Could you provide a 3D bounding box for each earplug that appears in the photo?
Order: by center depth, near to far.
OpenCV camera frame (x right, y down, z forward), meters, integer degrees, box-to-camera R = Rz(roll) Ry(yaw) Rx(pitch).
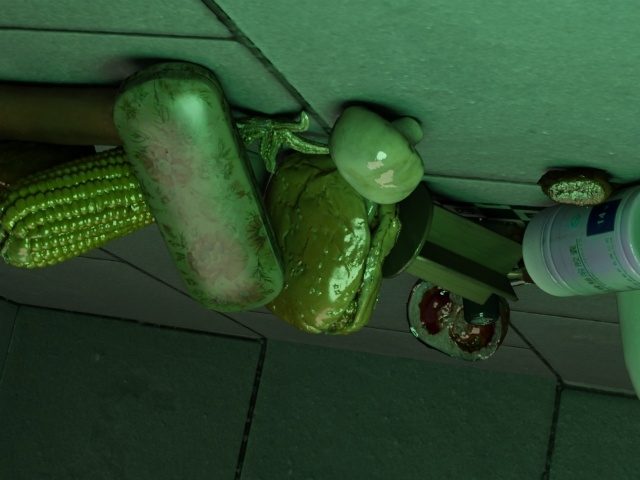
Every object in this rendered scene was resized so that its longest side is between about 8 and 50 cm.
[{"bbox_3d":[0.545,0.144,1.973,0.172,0.301,0.172,0,157,0],"label":"earplug"}]

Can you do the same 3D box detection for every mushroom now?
[{"bbox_3d":[0.083,-0.124,1.713,0.154,0.122,0.154,48,170,11],"label":"mushroom"}]

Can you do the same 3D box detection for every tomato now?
[{"bbox_3d":[0.300,0.141,2.585,0.214,0.181,0.155,29,-154,19],"label":"tomato"}]

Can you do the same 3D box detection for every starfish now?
[{"bbox_3d":[-0.057,-0.150,1.840,0.176,0.053,0.208,14,166,-9],"label":"starfish"}]

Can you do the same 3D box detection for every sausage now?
[{"bbox_3d":[-0.395,-0.190,1.877,0.419,0.094,0.094,5,-154,24],"label":"sausage"}]

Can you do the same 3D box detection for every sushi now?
[{"bbox_3d":[0.372,-0.080,1.790,0.118,0.061,0.060,15,-151,6],"label":"sushi"},{"bbox_3d":[0.396,0.022,2.184,0.343,0.064,0.359,5,166,26],"label":"sushi"}]

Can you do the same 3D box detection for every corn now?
[{"bbox_3d":[-0.313,-0.070,1.867,0.387,0.144,0.144,-22,178,-19],"label":"corn"}]

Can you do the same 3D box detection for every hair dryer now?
[{"bbox_3d":[0.375,0.085,2.406,0.219,0.124,0.071,-14,159,27],"label":"hair dryer"}]

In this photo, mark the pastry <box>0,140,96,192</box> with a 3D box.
[{"bbox_3d":[-0.470,-0.124,1.989,0.240,0.235,0.132,15,131,22],"label":"pastry"}]

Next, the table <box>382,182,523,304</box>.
[{"bbox_3d":[0.220,0.022,2.054,0.226,0.167,0.167,23,164,-25],"label":"table"}]

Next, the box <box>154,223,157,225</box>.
[{"bbox_3d":[-0.350,-0.080,2.373,0.242,0.067,0.155,8,165,13],"label":"box"}]

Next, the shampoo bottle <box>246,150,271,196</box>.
[{"bbox_3d":[-0.156,-0.030,2.042,0.118,0.234,0.087,17,167,-23],"label":"shampoo bottle"}]

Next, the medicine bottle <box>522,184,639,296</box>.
[{"bbox_3d":[0.434,0.003,1.863,0.152,0.152,0.254,17,165,-24],"label":"medicine bottle"}]

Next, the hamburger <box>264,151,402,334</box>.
[{"bbox_3d":[-0.001,0.001,1.948,0.144,0.283,0.259,12,-174,-35],"label":"hamburger"}]

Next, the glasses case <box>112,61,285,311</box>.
[{"bbox_3d":[-0.167,-0.066,1.787,0.156,0.098,0.425,-11,128,10],"label":"glasses case"}]

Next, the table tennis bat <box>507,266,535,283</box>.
[{"bbox_3d":[0.378,0.057,2.174,0.246,0.022,0.138,3,166,8],"label":"table tennis bat"}]
